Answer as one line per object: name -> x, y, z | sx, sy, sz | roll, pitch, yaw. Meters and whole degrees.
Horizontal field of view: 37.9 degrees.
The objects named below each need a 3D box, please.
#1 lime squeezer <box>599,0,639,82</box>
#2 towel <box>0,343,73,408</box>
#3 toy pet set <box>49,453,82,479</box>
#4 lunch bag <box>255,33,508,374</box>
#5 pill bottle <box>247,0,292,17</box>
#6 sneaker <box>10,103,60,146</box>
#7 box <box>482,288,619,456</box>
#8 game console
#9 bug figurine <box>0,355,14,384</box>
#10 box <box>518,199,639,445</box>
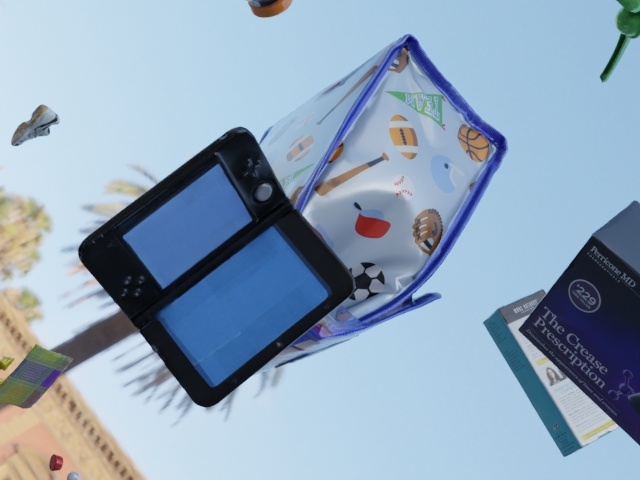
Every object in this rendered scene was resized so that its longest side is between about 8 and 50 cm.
lime squeezer -> 0.437, -0.324, 1.378 | 0.059, 0.110, 0.310 | 54, 12, 30
towel -> -0.320, 0.152, 1.030 | 0.009, 0.083, 0.060 | 46, 7, 36
toy pet set -> -0.216, 0.273, 0.838 | 0.114, 0.065, 0.122 | -60, -140, 19
lunch bag -> 0.000, 0.000, 1.115 | 0.239, 0.385, 0.328 | 43, -35, -13
pill bottle -> -0.125, -0.536, 1.731 | 0.130, 0.130, 0.245 | 30, -26, 37
sneaker -> -0.397, -0.152, 1.300 | 0.083, 0.037, 0.032 | -34, -136, 25
box -> 0.364, 0.205, 1.463 | 0.244, 0.100, 0.060 | 61, -28, 18
game console -> -0.057, 0.015, 0.541 | 0.071, 0.122, 0.107 | 42, -14, 42
bug figurine -> -0.508, 0.241, 1.225 | 0.216, 0.279, 0.072 | -8, -50, 50
box -> 0.370, 0.116, 1.001 | 0.261, 0.103, 0.184 | 45, -42, 19
